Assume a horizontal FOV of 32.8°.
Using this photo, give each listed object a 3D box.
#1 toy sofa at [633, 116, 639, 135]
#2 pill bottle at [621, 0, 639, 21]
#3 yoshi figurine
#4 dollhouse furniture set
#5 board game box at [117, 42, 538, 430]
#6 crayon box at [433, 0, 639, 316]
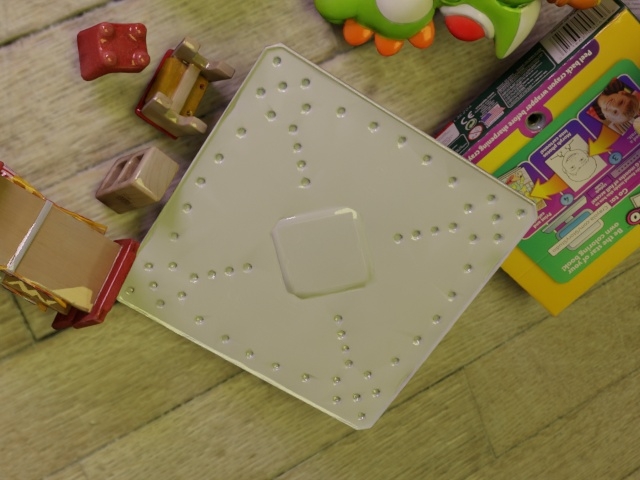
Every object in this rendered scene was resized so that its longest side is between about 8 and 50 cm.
[{"bbox_3d":[0.537,-0.253,1.370,0.150,0.177,0.363,38,57,-28],"label":"toy sofa"},{"bbox_3d":[0.480,-0.401,1.573,0.160,0.160,0.283,-1,101,-25],"label":"pill bottle"},{"bbox_3d":[0.167,-0.368,1.397,0.362,0.203,0.204,-5,146,4],"label":"yoshi figurine"},{"bbox_3d":[-0.288,-0.098,1.300,0.201,0.152,0.374,34,67,-26],"label":"dollhouse furniture set"},{"bbox_3d":[0.002,0.007,1.361,0.390,0.050,0.390,30,111,-14],"label":"board game box"},{"bbox_3d":[0.361,-0.114,1.529,0.363,0.106,0.313,-42,118,16],"label":"crayon box"}]
